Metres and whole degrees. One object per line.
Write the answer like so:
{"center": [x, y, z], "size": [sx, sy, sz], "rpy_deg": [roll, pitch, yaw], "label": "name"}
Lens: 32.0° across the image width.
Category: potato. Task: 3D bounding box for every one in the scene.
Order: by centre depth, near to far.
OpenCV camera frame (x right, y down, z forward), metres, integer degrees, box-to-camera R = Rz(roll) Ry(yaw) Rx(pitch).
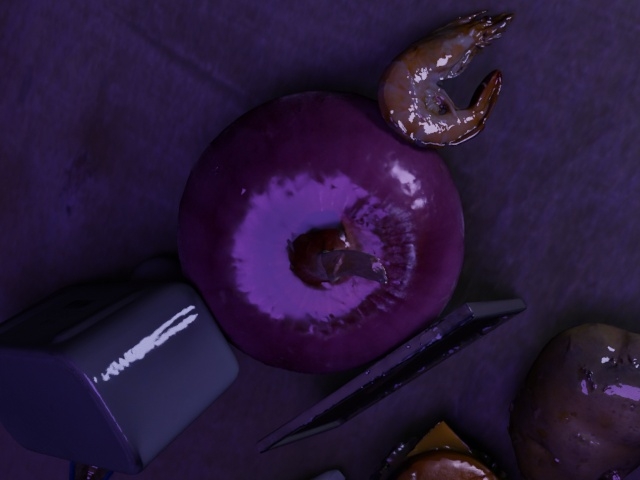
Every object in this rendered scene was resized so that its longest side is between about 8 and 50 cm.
{"center": [0.354, 0.234, 1.485], "size": [0.191, 0.141, 0.296], "rpy_deg": [25, 121, 7], "label": "potato"}

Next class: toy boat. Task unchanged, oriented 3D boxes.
{"center": [-0.329, 0.306, 1.674], "size": [0.080, 0.046, 0.229], "rpy_deg": [23, 113, -1], "label": "toy boat"}

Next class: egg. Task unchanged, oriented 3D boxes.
{"center": [-0.213, 0.087, 1.539], "size": [0.103, 0.103, 0.135], "rpy_deg": [-12, 110, 13], "label": "egg"}

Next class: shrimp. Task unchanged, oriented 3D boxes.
{"center": [0.164, -0.196, 1.333], "size": [0.133, 0.236, 0.053], "rpy_deg": [45, 152, 7], "label": "shrimp"}

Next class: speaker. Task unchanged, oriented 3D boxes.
{"center": [-0.289, 0.161, 1.434], "size": [0.406, 0.184, 0.183], "rpy_deg": [-5, 116, 54], "label": "speaker"}

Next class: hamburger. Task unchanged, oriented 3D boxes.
{"center": [0.161, 0.395, 1.540], "size": [0.261, 0.139, 0.243], "rpy_deg": [-40, 83, -20], "label": "hamburger"}

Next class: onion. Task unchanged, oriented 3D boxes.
{"center": [-0.011, -0.009, 1.366], "size": [0.358, 0.345, 0.358], "rpy_deg": [-1, 88, 24], "label": "onion"}

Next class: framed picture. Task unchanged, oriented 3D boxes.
{"center": [0.097, 0.173, 1.457], "size": [0.335, 0.247, 0.022], "rpy_deg": [-36, 75, 20], "label": "framed picture"}

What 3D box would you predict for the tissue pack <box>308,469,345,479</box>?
{"center": [-0.090, 0.518, 1.599], "size": [0.356, 0.266, 0.194], "rpy_deg": [-30, 103, 19], "label": "tissue pack"}
